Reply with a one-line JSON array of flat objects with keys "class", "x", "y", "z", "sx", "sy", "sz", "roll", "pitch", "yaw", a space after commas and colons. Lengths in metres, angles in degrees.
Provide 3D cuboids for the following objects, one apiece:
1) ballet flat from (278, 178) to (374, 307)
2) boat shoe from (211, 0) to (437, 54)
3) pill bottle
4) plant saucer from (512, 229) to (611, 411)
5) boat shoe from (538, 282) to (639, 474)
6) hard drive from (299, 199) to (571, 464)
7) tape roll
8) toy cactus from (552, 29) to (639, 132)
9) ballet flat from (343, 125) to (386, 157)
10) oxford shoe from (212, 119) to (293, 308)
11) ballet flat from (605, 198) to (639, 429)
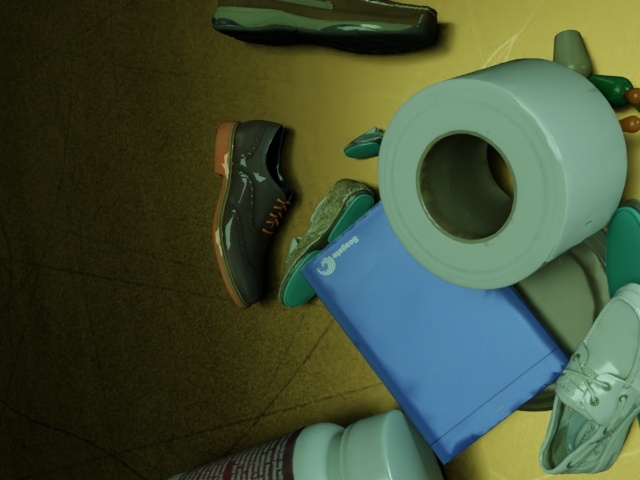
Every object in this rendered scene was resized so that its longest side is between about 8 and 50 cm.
[{"class": "ballet flat", "x": 0.000, "y": 0.000, "z": 1.453, "sx": 0.206, "sy": 0.073, "sz": 0.067, "roll": -53, "pitch": 45, "yaw": 11}, {"class": "boat shoe", "x": 0.000, "y": -0.329, "z": 1.418, "sx": 0.324, "sy": 0.122, "sz": 0.119, "roll": 9, "pitch": 90, "yaw": 21}, {"class": "pill bottle", "x": -0.042, "y": 0.375, "z": 1.372, "sx": 0.392, "sy": 0.224, "sz": 0.224, "roll": -24, "pitch": 81, "yaw": 21}, {"class": "plant saucer", "x": 0.267, "y": 0.087, "z": 1.348, "sx": 0.278, "sy": 0.041, "sz": 0.277, "roll": 0, "pitch": 90, "yaw": 21}, {"class": "boat shoe", "x": 0.327, "y": 0.179, "z": 1.231, "sx": 0.098, "sy": 0.096, "sz": 0.277, "roll": 47, "pitch": 137, "yaw": 47}, {"class": "hard drive", "x": 0.146, "y": 0.098, "z": 1.347, "sx": 0.210, "sy": 0.040, "sz": 0.318, "roll": -41, "pitch": 76, "yaw": 13}, {"class": "tape roll", "x": 0.211, "y": -0.082, "z": 1.215, "sx": 0.246, "sy": 0.169, "sz": 0.246, "roll": 14, "pitch": 114, "yaw": 36}, {"class": "toy cactus", "x": 0.328, "y": -0.177, "z": 1.307, "sx": 0.219, "sy": 0.112, "sz": 0.180, "roll": -11, "pitch": 67, "yaw": 24}, {"class": "ballet flat", "x": 0.087, "y": -0.140, "z": 1.428, "sx": 0.114, "sy": 0.041, "sz": 0.041, "roll": -8, "pitch": 87, "yaw": 22}, {"class": "oxford shoe", "x": -0.092, "y": -0.039, "z": 1.468, "sx": 0.098, "sy": 0.097, "sz": 0.271, "roll": -3, "pitch": 89, "yaw": 16}, {"class": "ballet flat", "x": 0.420, "y": 0.101, "z": 1.254, "sx": 0.107, "sy": 0.106, "sz": 0.316, "roll": -1, "pitch": 98, "yaw": 64}]
